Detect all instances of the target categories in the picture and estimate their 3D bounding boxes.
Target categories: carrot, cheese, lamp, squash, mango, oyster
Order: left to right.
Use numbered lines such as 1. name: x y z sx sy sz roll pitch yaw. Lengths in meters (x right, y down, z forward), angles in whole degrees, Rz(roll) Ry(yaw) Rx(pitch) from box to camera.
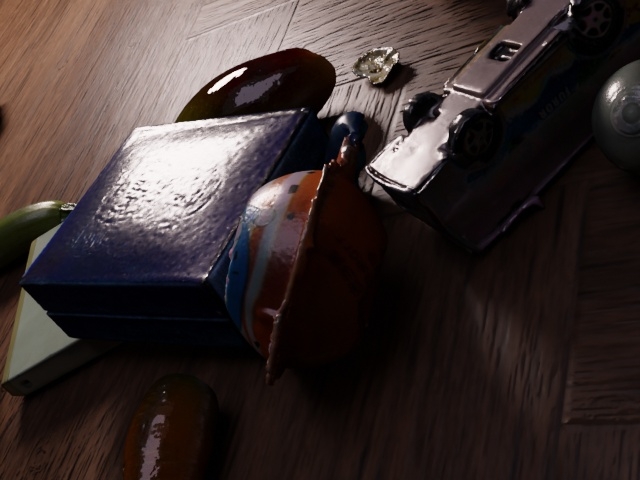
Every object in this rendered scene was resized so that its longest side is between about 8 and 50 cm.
1. squash: -0.454 -0.006 1.371 0.252 0.066 0.066 -27 39 17
2. carrot: -0.145 0.218 0.854 0.087 0.087 0.193 -17 45 30
3. mango: -0.100 -0.156 1.167 0.267 0.111 0.133 -26 51 28
4. cheese: 0.000 0.000 0.880 0.129 0.217 0.329 15 42 5
5. oyster: 0.069 -0.218 1.151 0.054 0.019 0.083 -47 39 -5
6. lamp: 0.281 -0.103 0.772 0.105 0.105 0.105 -24 40 22

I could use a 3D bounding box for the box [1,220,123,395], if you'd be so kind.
1. box: -0.309 0.056 1.194 0.210 0.045 0.270 -29 38 15

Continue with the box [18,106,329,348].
1. box: -0.150 -0.018 1.028 0.279 0.116 0.261 -2 46 35

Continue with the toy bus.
1. toy bus: 0.194 -0.131 0.859 0.317 0.138 0.112 -45 31 -3
